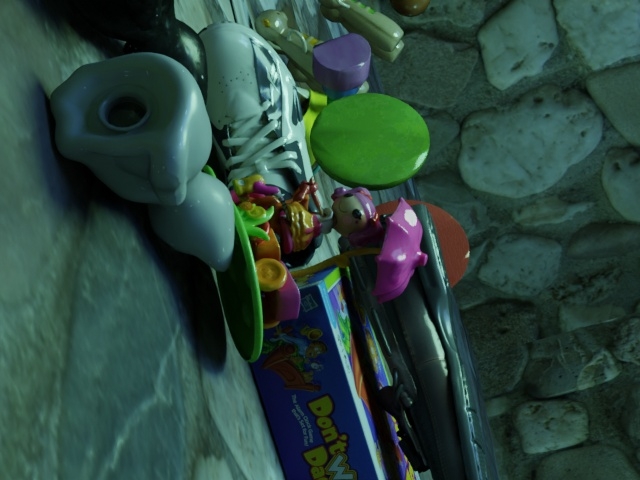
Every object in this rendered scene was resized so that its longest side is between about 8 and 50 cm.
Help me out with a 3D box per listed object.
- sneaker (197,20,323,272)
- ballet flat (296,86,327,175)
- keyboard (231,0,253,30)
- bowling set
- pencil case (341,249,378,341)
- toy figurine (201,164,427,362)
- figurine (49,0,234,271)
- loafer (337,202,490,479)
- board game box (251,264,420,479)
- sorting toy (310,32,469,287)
[{"bbox_3d":[-0.050,-0.067,1.074,0.153,0.094,0.235,-108,-173,-59],"label":"sneaker"},{"bbox_3d":[-0.030,-0.142,1.441,0.077,0.077,0.231,42,20,-15],"label":"ballet flat"},{"bbox_3d":[-0.102,-0.306,1.472,0.072,0.014,0.256,61,15,-74],"label":"keyboard"},{"bbox_3d":[0.032,-0.284,1.593,0.154,0.200,0.287,36,-3,3],"label":"bowling set"},{"bbox_3d":[0.071,0.062,1.671,0.070,0.064,0.152,106,-24,-57],"label":"pencil case"},{"bbox_3d":[0.000,0.000,0.961,0.130,0.159,0.173,98,-24,-48],"label":"toy figurine"},{"bbox_3d":[-0.109,-0.097,0.833,0.209,0.092,0.215,63,14,-67],"label":"figurine"},{"bbox_3d":[0.086,0.117,1.116,0.109,0.095,0.303,55,24,-69],"label":"loafer"},{"bbox_3d":[0.029,0.200,1.129,0.233,0.078,0.347,-37,110,-80],"label":"board game box"},{"bbox_3d":[0.057,-0.056,1.322,0.126,0.127,0.366,92,-15,-54],"label":"sorting toy"}]
